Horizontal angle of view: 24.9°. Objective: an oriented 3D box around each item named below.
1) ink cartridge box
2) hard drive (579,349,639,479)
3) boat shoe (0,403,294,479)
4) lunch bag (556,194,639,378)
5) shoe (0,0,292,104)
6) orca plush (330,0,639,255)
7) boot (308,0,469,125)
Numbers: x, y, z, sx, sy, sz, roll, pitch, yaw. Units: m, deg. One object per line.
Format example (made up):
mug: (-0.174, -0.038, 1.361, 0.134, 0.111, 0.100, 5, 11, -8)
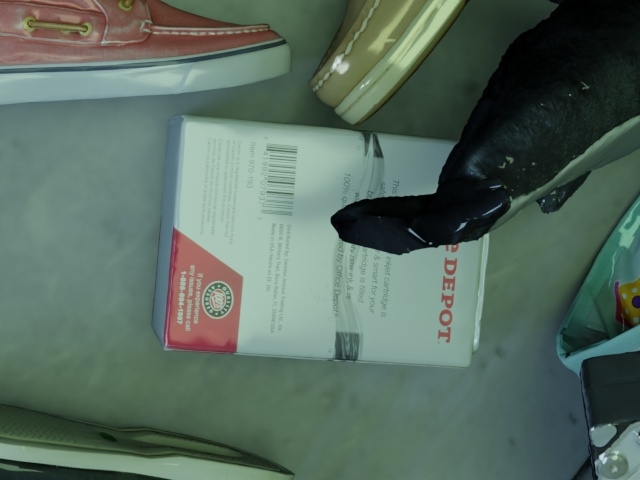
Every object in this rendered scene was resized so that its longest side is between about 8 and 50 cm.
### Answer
ink cartridge box: (0.000, 0.000, 0.698, 0.150, 0.063, 0.109, 5, 93, -12)
hard drive: (0.258, 0.193, 0.669, 0.236, 0.064, 0.339, -8, 116, 9)
boat shoe: (-0.130, 0.119, 0.669, 0.233, 0.084, 0.079, 14, 93, -16)
lunch bag: (0.274, 0.029, 0.709, 0.223, 0.160, 0.262, 38, 100, -15)
shoe: (-0.103, -0.108, 0.671, 0.178, 0.063, 0.081, -5, 99, -6)
orca plush: (0.104, -0.081, 0.656, 0.287, 0.151, 0.102, -33, 79, -31)
boot: (0.002, -0.206, 0.668, 0.203, 0.095, 0.262, 27, 85, -12)
